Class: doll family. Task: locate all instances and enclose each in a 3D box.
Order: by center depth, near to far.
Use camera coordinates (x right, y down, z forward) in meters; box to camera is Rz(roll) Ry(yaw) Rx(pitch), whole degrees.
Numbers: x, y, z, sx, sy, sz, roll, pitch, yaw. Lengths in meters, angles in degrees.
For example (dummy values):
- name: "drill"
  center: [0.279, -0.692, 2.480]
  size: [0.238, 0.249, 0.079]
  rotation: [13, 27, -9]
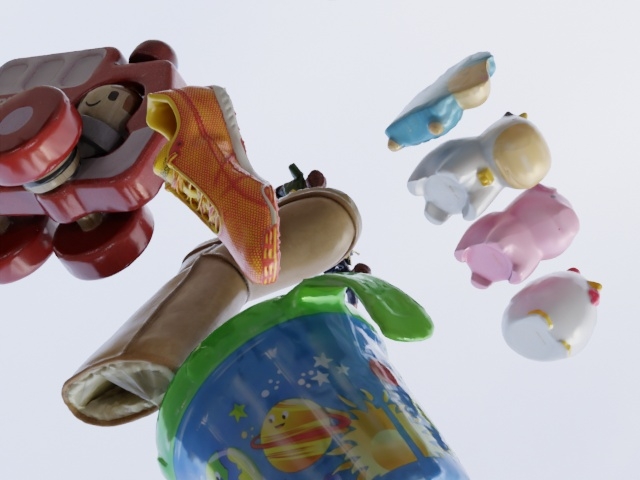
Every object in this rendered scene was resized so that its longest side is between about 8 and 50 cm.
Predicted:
- name: "doll family"
  center: [0.000, 0.000, 1.437]
  size: [0.111, 0.193, 0.076]
  rotation: [-26, -168, 43]

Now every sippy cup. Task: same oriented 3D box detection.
- name: "sippy cup"
  center: [0.009, 0.198, 1.013]
  size: [0.240, 0.305, 0.224]
  rotation: [-32, -136, -16]

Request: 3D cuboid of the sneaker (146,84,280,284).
- name: "sneaker"
  center: [-0.072, -0.034, 0.784]
  size: [0.067, 0.064, 0.175]
  rotation: [-12, -131, -22]

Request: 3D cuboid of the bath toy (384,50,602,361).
- name: "bath toy"
  center: [0.213, -0.027, 1.285]
  size: [0.151, 0.348, 0.129]
  rotation: [-9, -149, 43]

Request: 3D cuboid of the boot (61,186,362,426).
- name: "boot"
  center: [-0.094, 0.064, 1.141]
  size: [0.236, 0.089, 0.269]
  rotation: [-27, -167, 29]

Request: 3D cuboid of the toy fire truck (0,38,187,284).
- name: "toy fire truck"
  center: [-0.256, -0.105, 1.156]
  size: [0.302, 0.169, 0.254]
  rotation: [-3, -133, 32]
